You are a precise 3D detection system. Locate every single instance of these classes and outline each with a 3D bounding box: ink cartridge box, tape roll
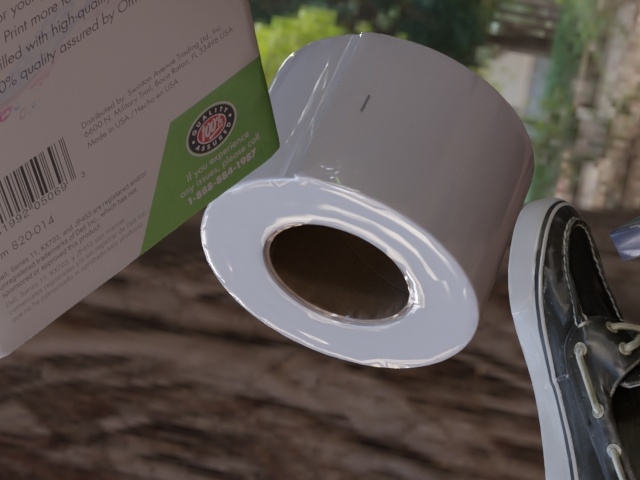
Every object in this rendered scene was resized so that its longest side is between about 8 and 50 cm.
[{"bbox_3d":[-0.156,-0.141,0.786,0.207,0.119,0.353,-38,-40,-26],"label":"ink cartridge box"},{"bbox_3d":[0.042,-0.031,1.411,0.246,0.246,0.169,93,-162,-53],"label":"tape roll"}]

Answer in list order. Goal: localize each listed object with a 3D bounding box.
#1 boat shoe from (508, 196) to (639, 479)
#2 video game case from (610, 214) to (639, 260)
[{"bbox_3d":[0.166,0.077,0.976,0.077,0.070,0.219,3,-106,-49],"label":"boat shoe"},{"bbox_3d":[0.331,-0.069,1.017,0.026,0.274,0.196,63,159,-1],"label":"video game case"}]
